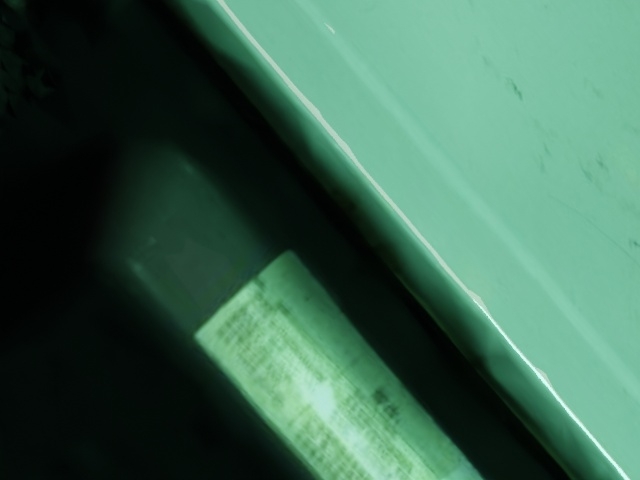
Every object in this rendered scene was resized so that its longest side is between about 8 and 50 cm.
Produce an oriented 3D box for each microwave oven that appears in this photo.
[{"bbox_3d":[0.000,0.000,0.551,0.355,0.218,0.286,49,37,-10],"label":"microwave oven"}]
